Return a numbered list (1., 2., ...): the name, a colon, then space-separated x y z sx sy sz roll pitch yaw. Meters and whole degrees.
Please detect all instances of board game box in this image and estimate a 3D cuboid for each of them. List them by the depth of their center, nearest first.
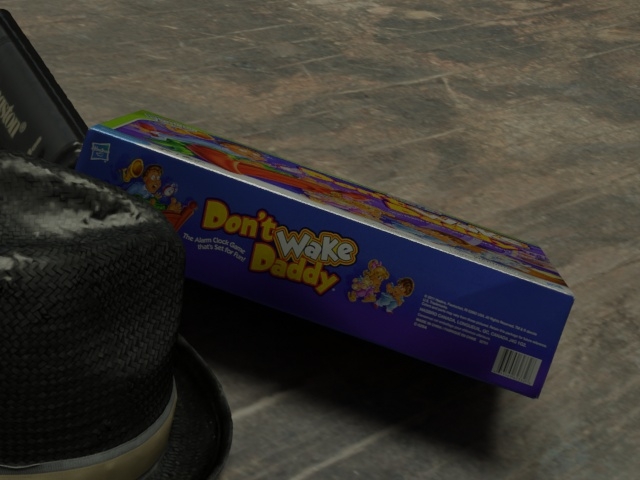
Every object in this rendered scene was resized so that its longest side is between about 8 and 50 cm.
1. board game box: 0.000 0.000 1.124 0.347 0.078 0.233 19 8 -1

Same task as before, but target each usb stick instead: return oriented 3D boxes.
1. usb stick: -0.249 -0.112 1.254 0.045 0.077 0.278 35 10 -42

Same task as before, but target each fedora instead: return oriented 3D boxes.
1. fedora: -0.195 0.041 0.894 0.334 0.153 0.334 15 26 -8
